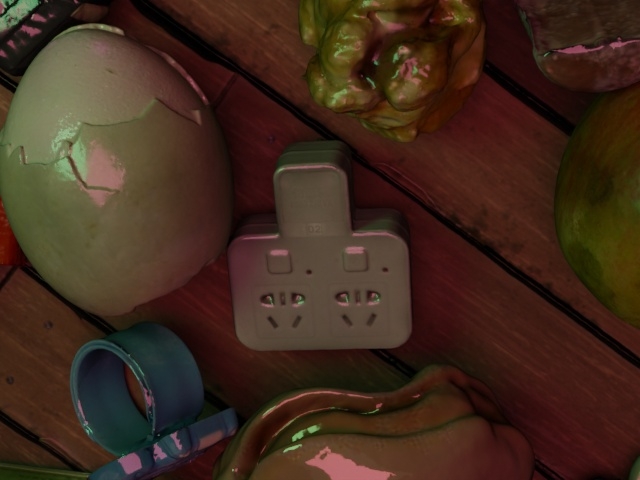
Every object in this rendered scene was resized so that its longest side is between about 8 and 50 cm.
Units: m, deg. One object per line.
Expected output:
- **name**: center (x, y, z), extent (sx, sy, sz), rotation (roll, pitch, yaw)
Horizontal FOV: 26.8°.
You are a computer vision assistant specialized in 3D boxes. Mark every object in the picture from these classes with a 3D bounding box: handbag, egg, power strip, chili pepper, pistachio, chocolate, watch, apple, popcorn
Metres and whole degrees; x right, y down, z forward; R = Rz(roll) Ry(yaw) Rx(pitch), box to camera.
- **handbag**: center (-0.374, -0.346, 1.641), extent (0.181, 0.181, 0.254), rotation (-38, 96, 16)
- **egg**: center (-0.251, -0.091, 1.616), extent (0.278, 0.278, 0.336), rotation (-17, 109, 7)
- **power strip**: center (0.000, 0.000, 1.712), extent (0.230, 0.141, 0.261), rotation (-2, 113, 5)
- **chili pepper**: center (-0.410, -0.051, 1.751), extent (0.065, 0.088, 0.168), rotation (13, 91, 39)
- **pistachio**: center (0.046, 0.323, 1.671), extent (0.446, 0.281, 0.365), rotation (-28, 129, 4)
- **chocolate**: center (0.325, -0.258, 1.557), extent (0.185, 0.303, 0.100), rotation (-16, 122, 10)
- **watch**: center (-0.222, 0.201, 1.715), extent (0.211, 0.211, 0.193), rotation (-31, 81, 8)
- **apple**: center (0.444, -0.045, 1.560), extent (0.340, 0.339, 0.339), rotation (1, 99, 4)
- **popcorn**: center (0.085, -0.250, 1.586), extent (0.226, 0.276, 0.276), rotation (-33, 96, 14)

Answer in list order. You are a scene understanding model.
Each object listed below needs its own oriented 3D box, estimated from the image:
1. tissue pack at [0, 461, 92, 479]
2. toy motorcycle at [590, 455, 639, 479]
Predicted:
- **tissue pack**: center (-0.435, 0.384, 1.790), extent (0.234, 0.125, 0.159), rotation (8, 100, 3)
- **toy motorcycle**: center (0.408, 0.432, 1.747), extent (0.196, 0.125, 0.331), rotation (3, 96, 5)
